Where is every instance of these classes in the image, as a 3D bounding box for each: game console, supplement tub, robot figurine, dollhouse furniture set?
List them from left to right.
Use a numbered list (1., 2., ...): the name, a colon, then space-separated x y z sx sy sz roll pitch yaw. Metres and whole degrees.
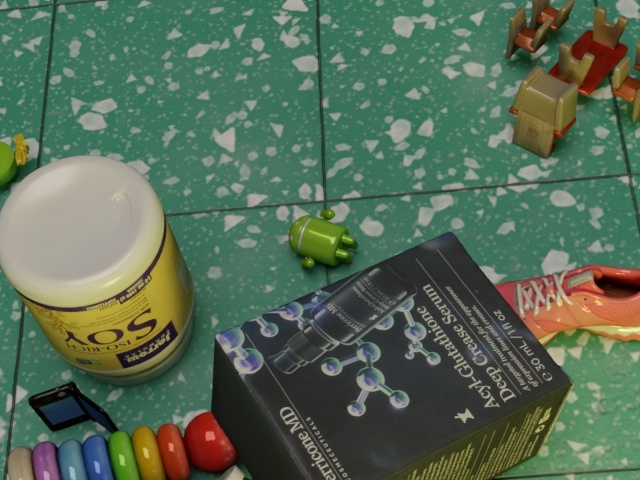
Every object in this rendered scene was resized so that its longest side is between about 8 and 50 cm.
1. game console: -0.360 0.267 1.827 0.107 0.122 0.071 -19 59 -4
2. supplement tub: -0.319 0.055 1.827 0.241 0.331 0.241 -4 58 6
3. robot figurine: 0.000 0.000 1.973 0.115 0.067 0.101 19 83 18
4. dollhouse furniture set: 0.423 -0.272 2.071 0.262 0.135 0.259 31 56 23

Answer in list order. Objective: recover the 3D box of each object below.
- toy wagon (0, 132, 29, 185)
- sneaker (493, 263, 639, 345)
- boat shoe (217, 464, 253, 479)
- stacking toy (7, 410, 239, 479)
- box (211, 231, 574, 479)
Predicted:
1. toy wagon: -0.663 -0.101 2.121 0.344 0.068 0.267 -14 59 -2
2. sneaker: 0.365 0.080 1.838 0.314 0.136 0.116 -5 58 4
3. boat shoe: -0.176 0.456 1.696 0.091 0.114 0.302 38 81 -2
4. stacking toy: -0.273 0.323 1.782 0.330 0.141 0.141 -16 58 -7
5. box: 0.088 0.216 1.702 0.395 0.212 0.293 -24 58 -22
